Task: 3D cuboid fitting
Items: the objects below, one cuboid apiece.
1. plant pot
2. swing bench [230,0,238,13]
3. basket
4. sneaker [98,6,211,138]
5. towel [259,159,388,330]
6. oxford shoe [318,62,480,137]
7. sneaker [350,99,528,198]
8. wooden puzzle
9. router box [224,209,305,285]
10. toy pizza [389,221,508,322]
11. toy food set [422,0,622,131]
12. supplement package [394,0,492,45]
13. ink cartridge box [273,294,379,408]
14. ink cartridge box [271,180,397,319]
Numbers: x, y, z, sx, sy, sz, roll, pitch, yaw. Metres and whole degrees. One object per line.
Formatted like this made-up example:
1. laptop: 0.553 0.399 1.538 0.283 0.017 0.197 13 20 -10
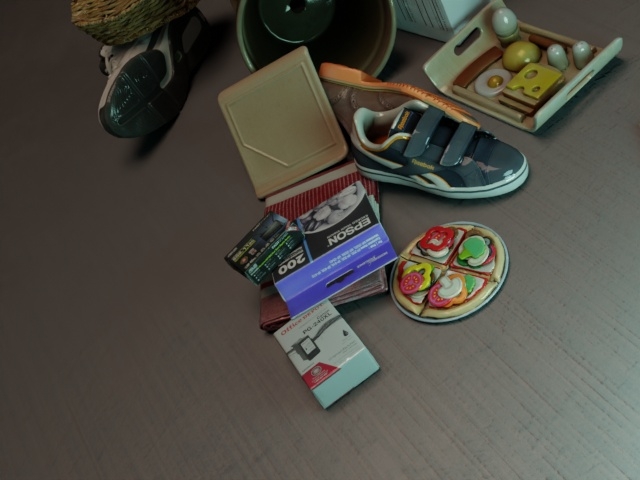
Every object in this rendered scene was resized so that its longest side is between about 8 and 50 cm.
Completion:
1. plant pot: -0.031 -0.475 1.909 0.323 0.323 0.280 -32 27 3
2. swing bench: -0.109 -0.645 2.117 0.253 0.255 0.165 -12 47 22
3. basket: -0.416 -0.571 2.172 0.299 0.223 0.214 -16 66 25
4. sneaker: -0.453 -0.384 2.195 0.257 0.169 0.448 -11 39 36
5. towel: 0.000 0.000 1.629 0.237 0.037 0.329 -20 42 18
6. oxford shoe: 0.136 -0.233 1.719 0.363 0.130 0.133 24 98 37
7. sneaker: 0.193 -0.160 1.561 0.321 0.127 0.126 8 49 26
8. wooden puzzle: -0.073 -0.228 1.773 0.221 0.044 0.239 -24 83 26
9. router box: -0.097 0.011 1.555 0.122 0.038 0.092 -46 31 -10
10. toy pizza: 0.202 0.043 1.463 0.201 0.032 0.201 -17 45 18
11. toy food set: 0.362 -0.335 1.662 0.219 0.092 0.306 -43 42 -10
12. supplement package: 0.224 -0.521 1.884 0.139 0.134 0.244 -46 44 -14
13. ink cartridge box: 0.006 0.174 1.442 0.109 0.063 0.150 -37 42 -4
14. ink cartridge box: 0.010 0.012 1.532 0.206 0.045 0.208 -31 34 7
